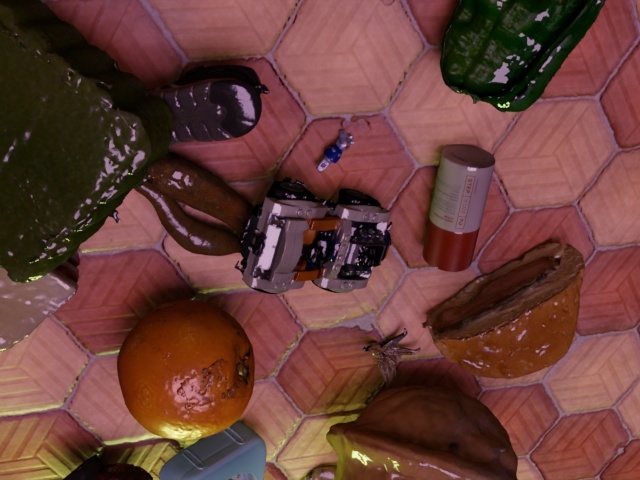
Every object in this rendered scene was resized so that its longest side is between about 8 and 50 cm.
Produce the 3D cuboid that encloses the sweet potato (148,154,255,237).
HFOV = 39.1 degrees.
[{"bbox_3d":[-0.175,-0.065,1.519,0.273,0.075,0.075,34,107,-33],"label":"sweet potato"}]

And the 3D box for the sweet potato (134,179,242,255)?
[{"bbox_3d":[-0.231,-0.026,1.535,0.249,0.059,0.069,35,89,-26],"label":"sweet potato"}]

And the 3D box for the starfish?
[{"bbox_3d":[0.128,0.221,1.795,0.130,0.041,0.133,22,104,-32],"label":"starfish"}]

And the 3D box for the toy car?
[{"bbox_3d":[0.002,0.001,1.550,0.301,0.118,0.193,5,110,-38],"label":"toy car"}]

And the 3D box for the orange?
[{"bbox_3d":[-0.235,0.226,1.582,0.246,0.246,0.246,-7,122,-12],"label":"orange"}]

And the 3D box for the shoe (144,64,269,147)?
[{"bbox_3d":[-0.211,-0.209,1.389,0.291,0.137,0.114,-9,119,22],"label":"shoe"}]

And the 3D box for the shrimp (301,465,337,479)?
[{"bbox_3d":[0.024,0.582,1.987,0.150,0.051,0.217,-27,116,5],"label":"shrimp"}]

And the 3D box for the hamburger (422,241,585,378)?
[{"bbox_3d":[0.392,0.167,1.766,0.330,0.162,0.209,-33,122,0],"label":"hamburger"}]

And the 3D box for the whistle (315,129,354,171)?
[{"bbox_3d":[0.022,-0.152,1.544,0.033,0.029,0.083,40,94,-23],"label":"whistle"}]

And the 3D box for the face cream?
[{"bbox_3d":[0.246,-0.057,1.625,0.096,0.096,0.214,-2,121,-15],"label":"face cream"}]

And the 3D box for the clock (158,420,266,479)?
[{"bbox_3d":[-0.220,0.510,1.797,0.224,0.094,0.274,-22,134,-42],"label":"clock"}]

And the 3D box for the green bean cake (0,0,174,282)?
[{"bbox_3d":[-0.404,-0.146,1.282,0.335,0.218,0.319,44,106,-10],"label":"green bean cake"}]

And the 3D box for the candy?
[{"bbox_3d":[-0.561,0.021,1.425,0.179,0.135,0.321,-44,120,13],"label":"candy"}]

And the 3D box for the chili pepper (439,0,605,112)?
[{"bbox_3d":[0.338,-0.381,1.410,0.167,0.213,0.384,-22,144,-56],"label":"chili pepper"}]

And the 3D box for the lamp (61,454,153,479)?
[{"bbox_3d":[-0.414,0.536,1.723,0.247,0.247,0.247,-7,122,-12],"label":"lamp"}]

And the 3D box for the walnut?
[{"bbox_3d":[0.207,0.470,1.796,0.384,0.383,0.383,-7,122,-12],"label":"walnut"}]
